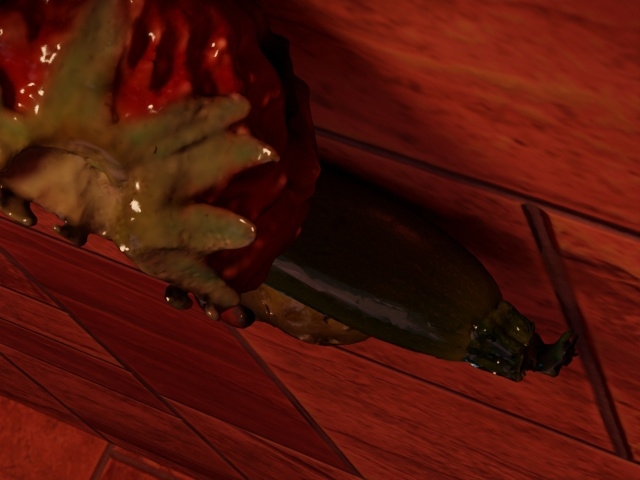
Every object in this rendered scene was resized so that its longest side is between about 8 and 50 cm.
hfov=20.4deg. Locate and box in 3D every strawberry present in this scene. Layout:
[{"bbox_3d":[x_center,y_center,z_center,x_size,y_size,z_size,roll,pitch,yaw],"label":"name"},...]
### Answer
[{"bbox_3d":[-0.111,-0.080,0.874,0.253,0.150,0.280,31,-178,-10],"label":"strawberry"}]

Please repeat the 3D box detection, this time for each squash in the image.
[{"bbox_3d":[-0.001,0.001,1.061,0.331,0.087,0.087,25,165,12],"label":"squash"}]

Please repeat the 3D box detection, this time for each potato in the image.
[{"bbox_3d":[-0.026,0.024,1.194,0.164,0.081,0.200,34,165,-31],"label":"potato"}]
